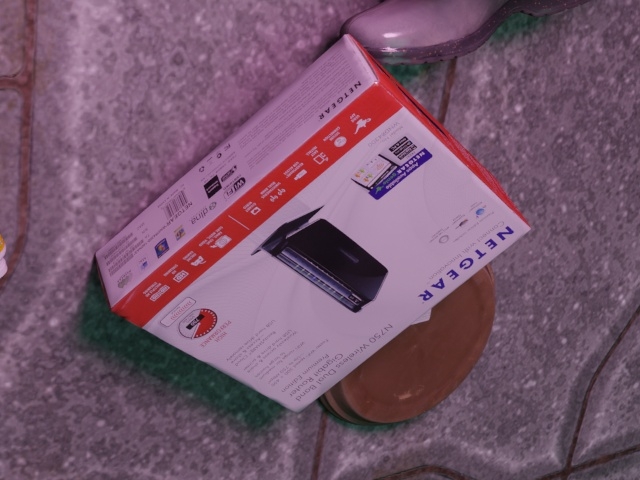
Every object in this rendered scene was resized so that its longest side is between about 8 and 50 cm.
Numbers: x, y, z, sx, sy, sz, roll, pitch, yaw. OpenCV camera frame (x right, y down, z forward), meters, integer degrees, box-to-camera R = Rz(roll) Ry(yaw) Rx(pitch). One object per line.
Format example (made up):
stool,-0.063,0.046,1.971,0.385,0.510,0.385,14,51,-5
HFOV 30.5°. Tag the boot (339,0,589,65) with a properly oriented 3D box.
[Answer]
boot,0.141,-0.317,1.174,0.338,0.118,0.222,-28,123,-31

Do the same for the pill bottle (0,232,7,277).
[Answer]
pill bottle,-0.306,-0.003,1.043,0.043,0.043,0.083,-29,130,-21

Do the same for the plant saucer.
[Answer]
plant saucer,0.111,0.114,1.435,0.278,0.041,0.278,-18,125,-28

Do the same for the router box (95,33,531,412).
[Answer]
router box,0.000,0.000,1.184,0.335,0.082,0.301,-40,136,14
